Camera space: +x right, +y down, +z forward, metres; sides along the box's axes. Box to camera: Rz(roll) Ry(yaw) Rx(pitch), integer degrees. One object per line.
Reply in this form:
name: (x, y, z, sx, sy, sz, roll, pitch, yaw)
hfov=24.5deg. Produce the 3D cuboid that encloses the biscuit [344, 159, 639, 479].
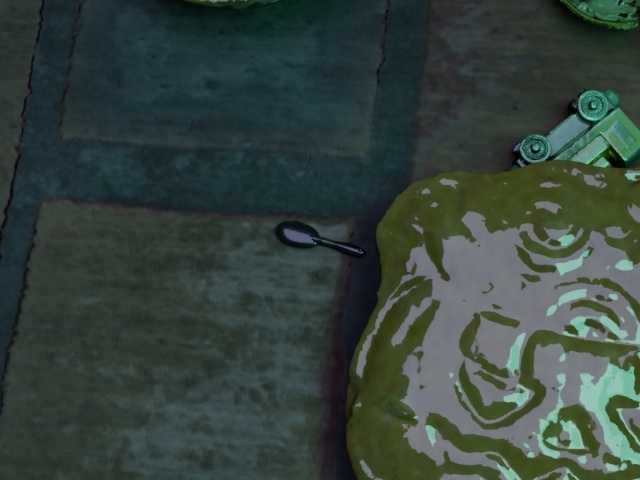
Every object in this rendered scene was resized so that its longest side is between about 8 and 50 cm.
biscuit: (0.215, 0.111, 1.191, 0.385, 0.062, 0.365, 7, 77, 7)

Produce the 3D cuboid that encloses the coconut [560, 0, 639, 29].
coconut: (0.265, -0.267, 1.346, 0.133, 0.055, 0.158, 37, 79, 15)

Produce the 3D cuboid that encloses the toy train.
toy train: (0.225, -0.079, 1.289, 0.122, 0.050, 0.081, -40, 84, -6)

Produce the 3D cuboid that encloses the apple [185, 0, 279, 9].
apple: (-0.067, -0.303, 1.365, 0.265, 0.120, 0.193, -20, 82, 1)

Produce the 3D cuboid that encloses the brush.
brush: (0.000, 0.000, 1.302, 0.083, 0.008, 0.024, 15, 71, 10)
